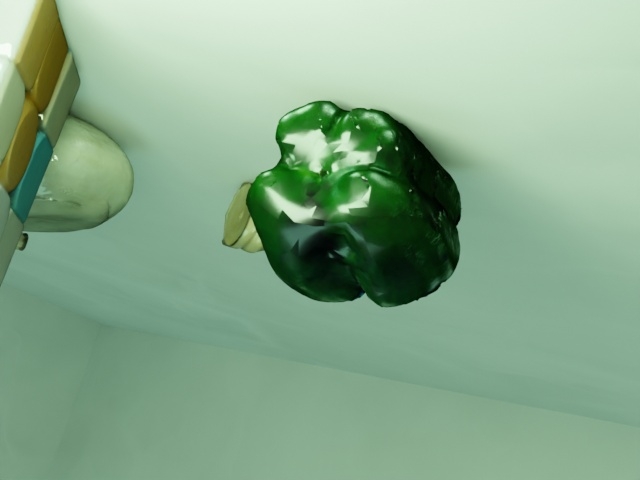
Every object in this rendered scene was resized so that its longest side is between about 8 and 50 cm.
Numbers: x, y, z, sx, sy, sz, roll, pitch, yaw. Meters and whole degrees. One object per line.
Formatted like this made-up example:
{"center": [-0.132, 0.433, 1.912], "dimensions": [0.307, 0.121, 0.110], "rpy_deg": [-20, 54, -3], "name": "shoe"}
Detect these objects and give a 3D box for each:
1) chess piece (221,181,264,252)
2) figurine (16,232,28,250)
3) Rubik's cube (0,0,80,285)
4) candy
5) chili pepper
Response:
{"center": [0.000, 0.000, 1.895], "dimensions": [0.307, 0.124, 0.139], "rpy_deg": [18, 137, -18], "name": "chess piece"}
{"center": [-0.817, -0.076, 2.412], "dimensions": [0.306, 0.241, 0.412], "rpy_deg": [36, -164, 28], "name": "figurine"}
{"center": [-0.522, -0.160, 1.358], "dimensions": [0.346, 0.347, 0.344], "rpy_deg": [17, 166, -1], "name": "Rubik's cube"}
{"center": [-0.446, -0.118, 1.787], "dimensions": [0.295, 0.185, 0.295], "rpy_deg": [0, 163, 0], "name": "candy"}
{"center": [0.042, -0.046, 1.415], "dimensions": [0.248, 0.233, 0.256], "rpy_deg": [-6, 150, 21], "name": "chili pepper"}
